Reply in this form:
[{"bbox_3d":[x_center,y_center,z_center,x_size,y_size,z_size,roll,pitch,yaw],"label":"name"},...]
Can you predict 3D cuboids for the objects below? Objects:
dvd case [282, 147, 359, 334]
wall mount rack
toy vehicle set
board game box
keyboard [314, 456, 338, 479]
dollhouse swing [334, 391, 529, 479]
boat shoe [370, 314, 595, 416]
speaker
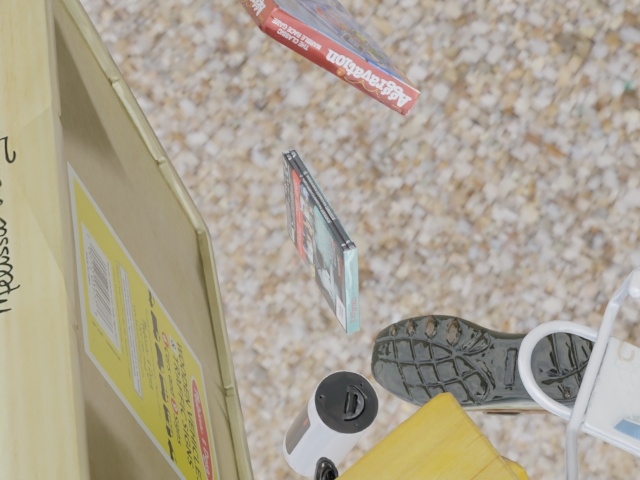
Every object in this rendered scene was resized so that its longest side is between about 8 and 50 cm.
[{"bbox_3d":[0.000,0.000,1.092,0.119,0.013,0.087,-120,19,-43],"label":"dvd case"},{"bbox_3d":[0.363,0.199,1.494,0.350,0.304,0.130,24,149,1],"label":"wall mount rack"},{"bbox_3d":[-0.063,0.045,0.466,0.035,0.267,0.166,-19,136,6],"label":"toy vehicle set"},{"bbox_3d":[-0.018,-0.197,1.262,0.145,0.281,0.027,26,106,-26],"label":"board game box"},{"bbox_3d":[-0.064,0.214,0.946,0.201,0.317,0.033,-5,157,-12],"label":"keyboard"},{"bbox_3d":[0.117,0.324,0.739,0.305,0.315,0.347,17,135,48],"label":"dollhouse swing"},{"bbox_3d":[0.222,0.171,1.853,0.324,0.122,0.120,5,163,30],"label":"boat shoe"},{"bbox_3d":[0.008,0.154,1.228,0.055,0.055,0.136,34,154,3],"label":"speaker"}]
